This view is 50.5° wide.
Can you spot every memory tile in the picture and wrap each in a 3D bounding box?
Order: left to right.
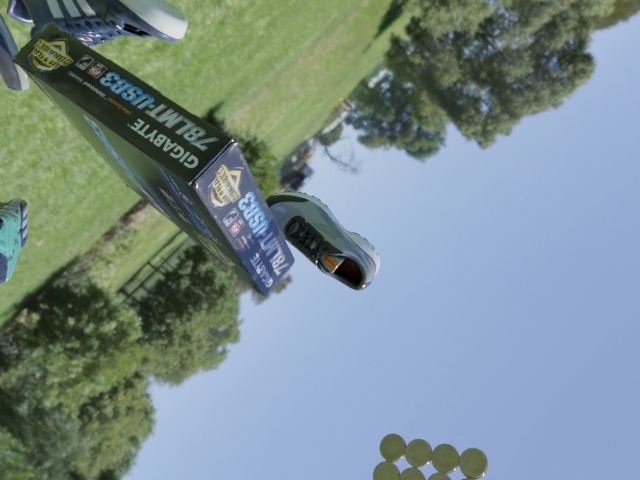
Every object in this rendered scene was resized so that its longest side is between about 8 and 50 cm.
[{"bbox_3d":[0.134,0.311,0.861,0.148,0.012,0.113,2,-116,30],"label":"memory tile"}]

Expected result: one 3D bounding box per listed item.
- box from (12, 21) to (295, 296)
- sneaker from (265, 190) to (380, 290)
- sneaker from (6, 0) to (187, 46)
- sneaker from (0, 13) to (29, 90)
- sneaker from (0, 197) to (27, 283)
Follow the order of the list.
[{"bbox_3d":[-0.184,-0.086,0.816,0.073,0.293,0.295,-50,157,-14],"label":"box"},{"bbox_3d":[0.000,0.000,1.330,0.100,0.272,0.108,-52,-172,29],"label":"sneaker"},{"bbox_3d":[-0.344,-0.331,1.014,0.131,0.350,0.148,11,107,-58],"label":"sneaker"},{"bbox_3d":[-0.479,-0.283,0.884,0.118,0.222,0.083,-29,-148,-13],"label":"sneaker"},{"bbox_3d":[-0.407,-0.002,0.793,0.224,0.098,0.083,-146,-120,-71],"label":"sneaker"}]
